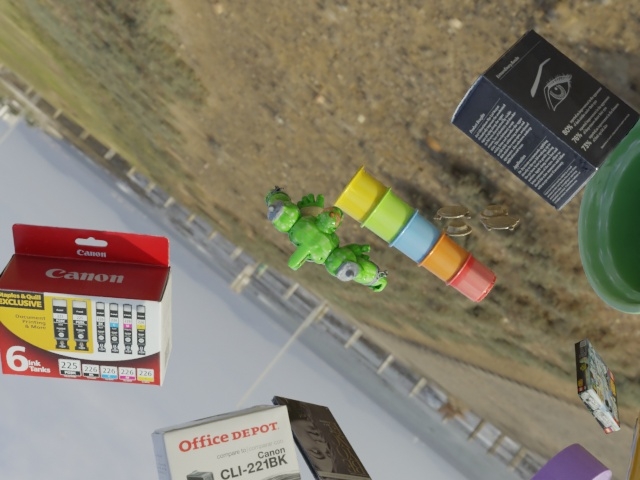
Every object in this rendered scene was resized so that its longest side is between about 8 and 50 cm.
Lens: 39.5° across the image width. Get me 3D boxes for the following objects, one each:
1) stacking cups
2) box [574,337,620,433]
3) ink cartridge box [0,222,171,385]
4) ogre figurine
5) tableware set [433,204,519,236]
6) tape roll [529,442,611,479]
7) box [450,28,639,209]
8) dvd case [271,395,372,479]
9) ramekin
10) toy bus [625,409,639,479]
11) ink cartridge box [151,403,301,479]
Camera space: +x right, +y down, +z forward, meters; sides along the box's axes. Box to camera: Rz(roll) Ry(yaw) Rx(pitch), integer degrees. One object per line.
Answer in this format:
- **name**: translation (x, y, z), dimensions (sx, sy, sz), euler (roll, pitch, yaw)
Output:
- **stacking cups**: translation (0.176, -0.011, 1.596), dimensions (0.316, 0.096, 0.096), euler (34, 174, -1)
- **box**: translation (0.453, 0.237, 1.462), dimensions (0.094, 0.027, 0.137), euler (51, -152, -16)
- **ink cartridge box**: translation (-0.445, 0.123, 1.690), dimensions (0.309, 0.272, 0.130), euler (4, -150, -2)
- **ogre figurine**: translation (0.000, 0.000, 1.164), dimensions (0.197, 0.097, 0.118), euler (59, -169, 3)
- **tableware set**: translation (0.312, -0.042, 1.783), dimensions (0.141, 0.168, 0.020), euler (-74, -20, -67)
- **tape roll**: translation (0.505, 0.572, 1.925), dimensions (0.090, 0.275, 0.275), euler (42, 176, 32)
- **box**: translation (0.318, -0.174, 1.265), dimensions (0.207, 0.153, 0.108), euler (42, 145, 8)
- **dvd case**: translation (0.006, 0.406, 1.788), dimensions (0.164, 0.018, 0.221), euler (22, -156, -43)
- **ramekin**: translation (0.537, -0.033, 1.330), dimensions (0.148, 0.303, 0.303), euler (9, -176, -19)
- **toy bus**: translation (0.327, 0.271, 0.815), dimensions (0.108, 0.130, 0.333), euler (11, 125, 20)
- **ink cartridge box**: translation (-0.129, 0.398, 1.340), dimensions (0.114, 0.197, 0.273), euler (147, 112, -67)
